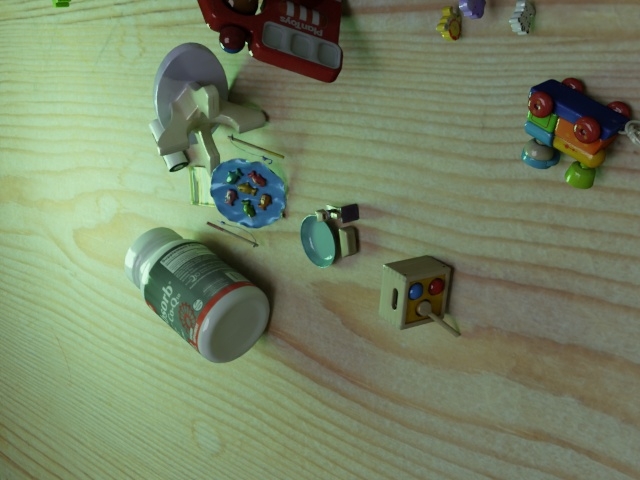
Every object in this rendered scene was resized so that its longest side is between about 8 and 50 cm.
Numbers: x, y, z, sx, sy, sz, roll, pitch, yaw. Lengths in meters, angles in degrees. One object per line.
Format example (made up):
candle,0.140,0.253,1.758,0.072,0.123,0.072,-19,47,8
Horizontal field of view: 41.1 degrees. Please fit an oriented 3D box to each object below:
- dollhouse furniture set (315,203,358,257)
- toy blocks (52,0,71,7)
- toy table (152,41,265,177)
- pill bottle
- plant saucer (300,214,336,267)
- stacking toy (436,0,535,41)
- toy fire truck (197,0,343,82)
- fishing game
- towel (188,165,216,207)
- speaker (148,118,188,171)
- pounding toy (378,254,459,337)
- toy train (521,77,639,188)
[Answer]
dollhouse furniture set,0.025,-0.020,1.808,0.081,0.091,0.114,19,120,59
toy blocks,-0.644,-0.818,2.200,0.260,0.190,0.382,-2,102,35
toy table,-0.269,-0.284,1.918,0.161,0.252,0.274,57,168,34
pill bottle,-0.312,0.124,2.108,0.363,0.210,0.210,34,126,35
plant saucer,0.000,0.000,1.868,0.119,0.021,0.119,27,125,45
stacking toy,0.225,-0.402,1.382,0.167,0.221,0.052,8,71,45
toy fire truck,-0.094,-0.440,1.608,0.169,0.302,0.254,131,149,-53
fishing game,-0.168,-0.101,1.949,0.189,0.041,0.264,25,125,1
towel,-0.246,-0.126,2.095,0.237,0.021,0.102,9,110,45
speaker,-0.389,-0.246,2.183,0.055,0.055,0.136,-35,78,47
pounding toy,0.195,0.116,1.640,0.100,0.130,0.141,32,125,50
toy train,0.425,-0.139,1.326,0.248,0.105,0.143,38,138,32
